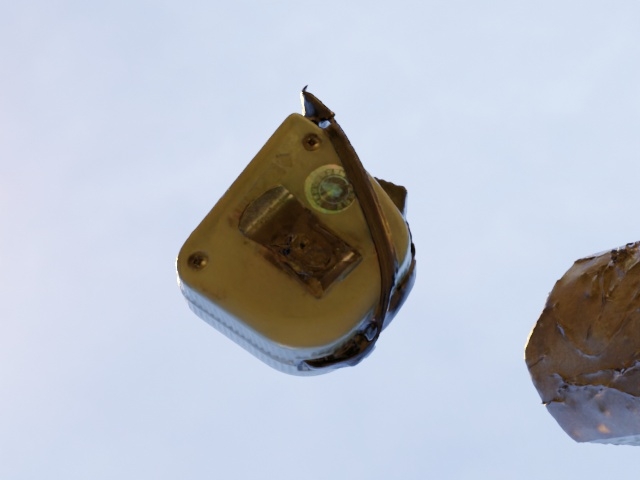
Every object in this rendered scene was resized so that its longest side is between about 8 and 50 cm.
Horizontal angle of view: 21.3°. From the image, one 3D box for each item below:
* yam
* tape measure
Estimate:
[{"bbox_3d":[0.330,0.081,1.456,0.271,0.202,0.201,-23,-112,40],"label":"yam"},{"bbox_3d":[0.000,0.000,1.577,0.207,0.115,0.235,33,-108,17],"label":"tape measure"}]
